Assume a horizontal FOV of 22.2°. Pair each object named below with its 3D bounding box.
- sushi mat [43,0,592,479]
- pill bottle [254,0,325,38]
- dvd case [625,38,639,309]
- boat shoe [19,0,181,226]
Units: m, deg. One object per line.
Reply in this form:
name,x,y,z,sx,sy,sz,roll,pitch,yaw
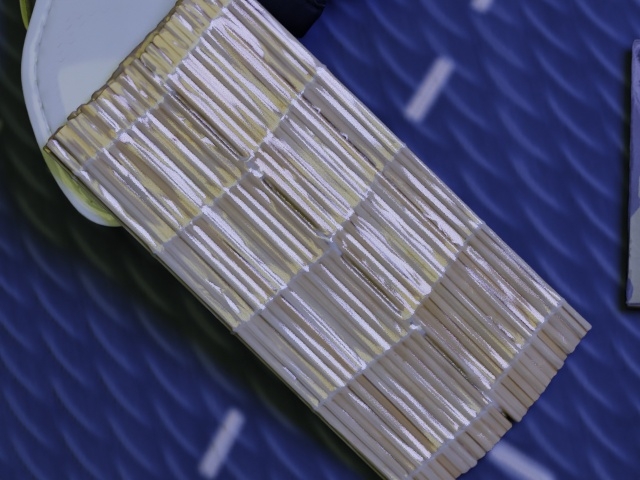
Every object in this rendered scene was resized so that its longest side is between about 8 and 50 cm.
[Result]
sushi mat,0.000,0.000,0.954,0.316,0.019,0.151,44,87,-3
pill bottle,0.016,-0.237,0.983,0.123,0.123,0.219,40,100,15
dvd case,0.293,-0.037,0.959,0.221,0.018,0.165,2,79,10
boat shoe,-0.135,-0.151,1.019,0.109,0.091,0.305,-9,78,-4
